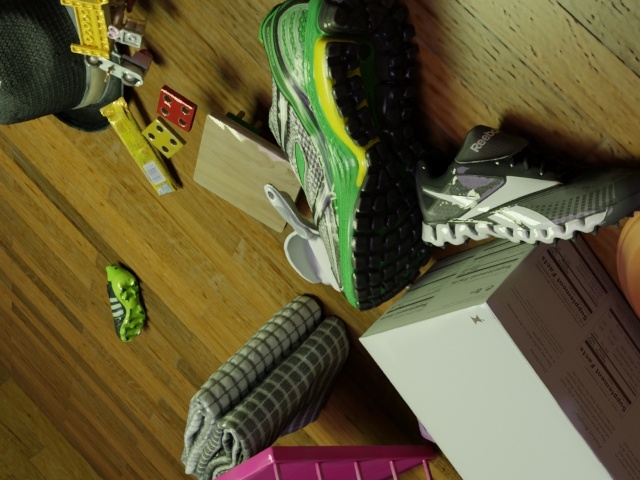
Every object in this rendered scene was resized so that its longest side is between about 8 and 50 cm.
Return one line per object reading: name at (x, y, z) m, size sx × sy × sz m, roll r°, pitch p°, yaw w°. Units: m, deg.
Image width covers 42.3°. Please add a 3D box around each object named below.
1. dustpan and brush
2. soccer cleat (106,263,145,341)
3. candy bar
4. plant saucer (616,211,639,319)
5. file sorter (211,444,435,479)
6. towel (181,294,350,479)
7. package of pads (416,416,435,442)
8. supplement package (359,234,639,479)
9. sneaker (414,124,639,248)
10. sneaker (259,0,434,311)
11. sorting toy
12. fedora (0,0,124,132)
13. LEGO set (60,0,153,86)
dustpan and brush at (0.000, 0.000, 0.949) m, size 0.147 × 0.060 × 0.211 m, roll 0°, pitch 134°, yaw 39°
soccer cleat at (-0.373, 0.118, 1.571) m, size 0.072 × 0.060 × 0.179 m, roll 40°, pitch 141°, yaw 32°
candy bar at (-0.254, -0.128, 1.179) m, size 0.040 × 0.018 × 0.161 m, roll -23°, pitch 119°, yaw 12°
plant saucer at (0.332, 0.043, 0.669) m, size 0.200 × 0.037 × 0.200 m, roll 31°, pitch 142°, yaw 28°
file sorter at (0.005, 0.389, 1.082) m, size 0.202 × 0.290 × 0.182 m, roll -37°, pitch 55°, yaw 37°
towel at (-0.082, 0.236, 1.176) m, size 0.121 × 0.235 × 0.284 m, roll 37°, pitch 145°, yaw 12°
package of pads at (0.151, 0.227, 1.073) m, size 0.050 × 0.032 × 0.083 m, roll 18°, pitch 136°, yaw 41°
supplement package at (0.207, 0.141, 0.818) m, size 0.262 × 0.145 × 0.204 m, roll 54°, pitch 147°, yaw -6°
sneaker at (0.170, -0.053, 0.728) m, size 0.234 × 0.078 × 0.106 m, roll -5°, pitch 112°, yaw 48°
sneaker at (0.030, -0.086, 0.838) m, size 0.146 × 0.134 × 0.343 m, roll 20°, pitch 128°, yaw 47°
sorting toy at (-0.087, -0.095, 0.999) m, size 0.274 × 0.046 × 0.132 m, roll 31°, pitch 145°, yaw 4°
fedora at (-0.418, -0.268, 1.142) m, size 0.334 × 0.152 × 0.334 m, roll 31°, pitch 143°, yaw 27°
LEGO set at (-0.214, -0.301, 0.950) m, size 0.132 × 0.107 × 0.287 m, roll 22°, pitch 149°, yaw -22°
